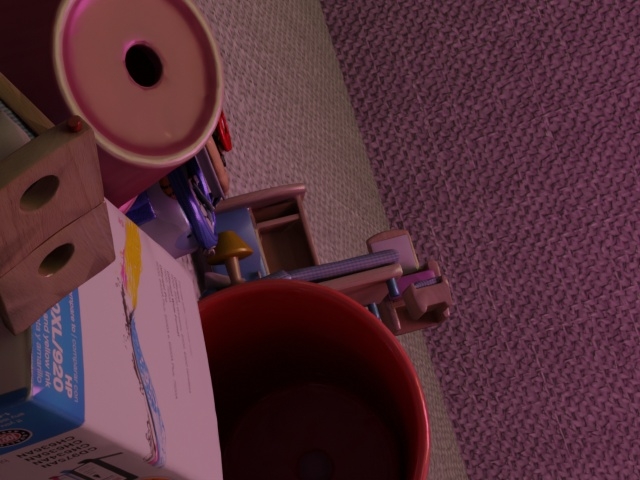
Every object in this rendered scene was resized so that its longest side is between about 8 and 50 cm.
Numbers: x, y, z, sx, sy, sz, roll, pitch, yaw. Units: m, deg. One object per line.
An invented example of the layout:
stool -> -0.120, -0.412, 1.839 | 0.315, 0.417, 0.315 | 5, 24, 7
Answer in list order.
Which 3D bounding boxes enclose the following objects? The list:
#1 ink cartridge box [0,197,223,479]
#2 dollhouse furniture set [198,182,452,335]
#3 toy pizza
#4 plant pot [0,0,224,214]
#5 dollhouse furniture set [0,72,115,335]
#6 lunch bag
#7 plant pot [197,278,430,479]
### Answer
ink cartridge box -> -0.188, 0.075, 0.732 | 0.232, 0.171, 0.168 | 48, 27, -59
dollhouse furniture set -> 0.000, 0.000, 1.274 | 0.303, 0.286, 0.198 | 112, -37, -73
toy pizza -> -0.104, -0.128, 0.956 | 0.201, 0.032, 0.201 | 159, -90, -87
plant pot -> -0.168, -0.095, 0.789 | 0.201, 0.180, 0.201 | 10, 76, -42
dollhouse furniture set -> -0.207, -0.006, 0.540 | 0.129, 0.184, 0.129 | 43, -24, 17
lunch bag -> -0.180, -0.114, 1.068 | 0.243, 0.115, 0.303 | -125, -168, -77
plant pot -> -0.025, 0.196, 1.090 | 0.243, 0.275, 0.275 | 62, 12, -71
